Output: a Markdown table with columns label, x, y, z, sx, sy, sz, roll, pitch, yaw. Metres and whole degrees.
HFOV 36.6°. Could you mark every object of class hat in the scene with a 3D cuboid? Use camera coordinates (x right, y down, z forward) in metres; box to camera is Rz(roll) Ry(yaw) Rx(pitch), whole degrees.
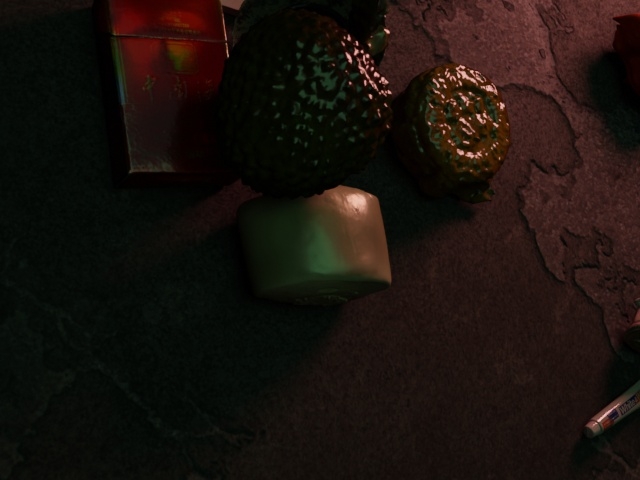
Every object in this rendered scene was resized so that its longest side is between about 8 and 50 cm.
| label | x | y | z | sx | sy | sz | roll | pitch | yaw |
| --- | --- | --- | --- | --- | --- | --- | --- | --- | --- |
| hat | -0.025 | -0.327 | 1.649 | 0.265 | 0.128 | 0.266 | 1 | 83 | -8 |

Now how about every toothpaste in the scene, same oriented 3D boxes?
| label | x | y | z | sx | sy | sz | roll | pitch | yaw |
| --- | --- | --- | --- | --- | --- | --- | --- | --- | --- |
| toothpaste | 0.573 | 0.319 | 1.847 | 0.218 | 0.033 | 0.052 | -23 | 92 | -36 |

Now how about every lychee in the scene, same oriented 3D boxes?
| label | x | y | z | sx | sy | sz | roll | pitch | yaw |
| --- | --- | --- | --- | --- | --- | --- | --- | --- | --- |
| lychee | -0.023 | -0.214 | 1.453 | 0.270 | 0.270 | 0.320 | 31 | 49 | -18 |

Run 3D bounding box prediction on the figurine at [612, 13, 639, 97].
| label | x | y | z | sx | sy | sz | roll | pitch | yaw |
| --- | --- | --- | --- | --- | --- | --- | --- | --- | --- |
| figurine | 0.730 | -0.420 | 2.079 | 0.257 | 0.180 | 0.208 | -61 | 146 | -26 |

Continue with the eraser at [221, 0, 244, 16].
| label | x | y | z | sx | sy | sz | roll | pitch | yaw |
| --- | --- | --- | --- | --- | --- | --- | --- | --- | --- |
| eraser | -0.179 | -0.446 | 1.661 | 0.150 | 0.023 | 0.104 | 13 | 69 | -25 |

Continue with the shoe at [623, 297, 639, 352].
| label | x | y | z | sx | sy | sz | roll | pitch | yaw |
| --- | --- | --- | --- | --- | --- | --- | --- | --- | --- |
| shoe | 0.675 | 0.187 | 1.914 | 0.180 | 0.089 | 0.092 | 30 | 51 | -20 |

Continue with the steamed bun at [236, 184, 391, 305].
| label | x | y | z | sx | sy | sz | roll | pitch | yaw |
| --- | --- | --- | --- | --- | --- | --- | --- | --- | --- |
| steamed bun | 0.000 | 0.000 | 1.550 | 0.250 | 0.154 | 0.200 | 0 | 76 | -32 |

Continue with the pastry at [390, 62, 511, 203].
| label | x | y | z | sx | sy | sz | roll | pitch | yaw |
| --- | --- | --- | --- | --- | --- | --- | --- | --- | --- |
| pastry | 0.238 | -0.198 | 1.754 | 0.240 | 0.132 | 0.235 | 6 | 72 | -26 |

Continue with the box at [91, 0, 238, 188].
| label | x | y | z | sx | sy | sz | roll | pitch | yaw |
| --- | --- | --- | --- | --- | --- | --- | --- | --- | --- |
| box | -0.240 | -0.243 | 1.531 | 0.197 | 0.089 | 0.314 | -4 | 77 | -28 |
